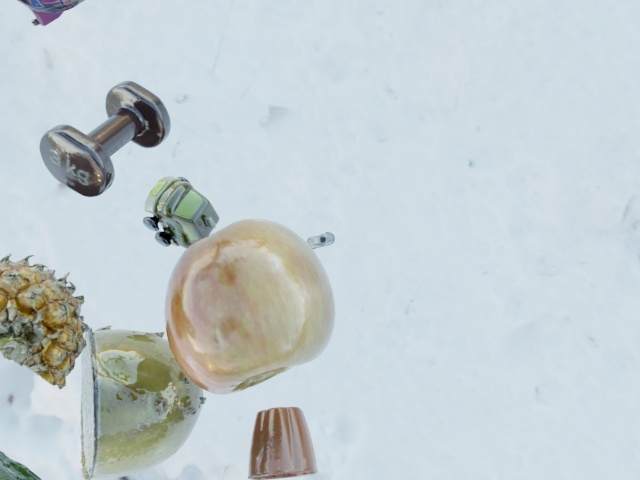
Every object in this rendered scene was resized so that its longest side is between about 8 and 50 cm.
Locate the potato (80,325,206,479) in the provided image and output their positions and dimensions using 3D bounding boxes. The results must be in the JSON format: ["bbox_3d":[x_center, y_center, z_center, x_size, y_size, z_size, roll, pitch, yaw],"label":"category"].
[{"bbox_3d":[-0.504,0.448,1.483,0.320,0.442,0.385,4,50,-30],"label":"potato"}]

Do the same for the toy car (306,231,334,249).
[{"bbox_3d":[0.000,0.000,1.572,0.093,0.025,0.041,-16,80,31],"label":"toy car"}]

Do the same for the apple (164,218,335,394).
[{"bbox_3d":[-0.160,0.140,1.168,0.392,0.391,0.346,-22,79,2],"label":"apple"}]

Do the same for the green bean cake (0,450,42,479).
[{"bbox_3d":[-0.366,0.278,0.496,0.247,0.250,0.156,42,61,-13],"label":"green bean cake"}]

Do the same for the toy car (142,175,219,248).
[{"bbox_3d":[-0.419,-0.074,1.678,0.198,0.248,0.204,18,60,24],"label":"toy car"}]

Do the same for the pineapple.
[{"bbox_3d":[-0.573,0.142,1.081,0.344,0.286,0.209,49,63,-23],"label":"pineapple"}]

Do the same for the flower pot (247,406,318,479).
[{"bbox_3d":[-0.105,0.548,1.420,0.191,0.190,0.173,-7,61,1],"label":"flower pot"}]

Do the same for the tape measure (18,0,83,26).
[{"bbox_3d":[-0.388,-0.376,0.740,0.125,0.118,0.074,-38,86,-9],"label":"tape measure"}]

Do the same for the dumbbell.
[{"bbox_3d":[-0.394,-0.193,0.981,0.140,0.225,0.124,32,135,-4],"label":"dumbbell"}]
